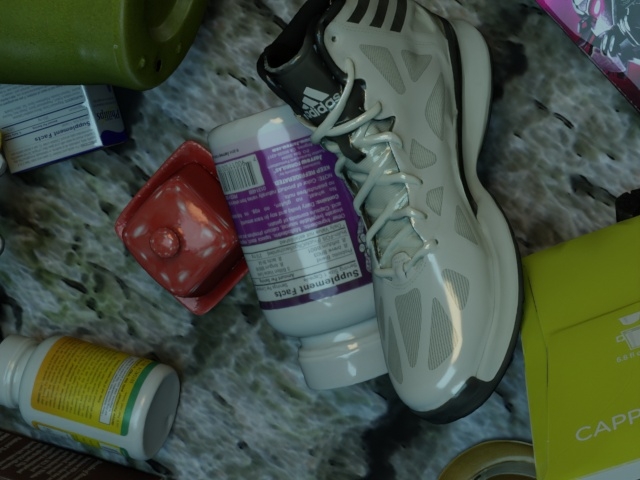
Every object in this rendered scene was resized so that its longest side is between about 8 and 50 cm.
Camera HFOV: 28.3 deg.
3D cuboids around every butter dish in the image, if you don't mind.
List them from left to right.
[{"bbox_3d":[-0.157,-0.006,1.440,0.160,0.118,0.160,46,109,3],"label":"butter dish"}]

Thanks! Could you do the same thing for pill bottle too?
[{"bbox_3d":[-0.284,0.180,1.513,0.208,0.117,0.117,14,104,14],"label":"pill bottle"},{"bbox_3d":[0.000,0.000,1.368,0.169,0.169,0.301,-16,96,19],"label":"pill bottle"}]

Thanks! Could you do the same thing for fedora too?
[{"bbox_3d":[0.206,0.319,1.415,0.194,0.079,0.194,3,101,15],"label":"fedora"}]

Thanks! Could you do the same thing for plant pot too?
[{"bbox_3d":[-0.304,-0.310,1.295,0.353,0.366,0.366,16,104,13],"label":"plant pot"}]

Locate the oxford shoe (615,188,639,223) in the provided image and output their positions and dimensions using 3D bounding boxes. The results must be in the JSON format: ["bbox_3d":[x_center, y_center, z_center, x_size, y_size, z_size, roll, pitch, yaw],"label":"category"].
[{"bbox_3d":[0.420,-0.003,1.301,0.227,0.083,0.096,1,119,17],"label":"oxford shoe"}]

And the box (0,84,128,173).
[{"bbox_3d":[-0.311,-0.161,1.480,0.126,0.072,0.137,-15,95,18],"label":"box"}]

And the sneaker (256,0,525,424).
[{"bbox_3d":[0.041,-0.057,1.203,0.169,0.258,0.447,-29,53,41],"label":"sneaker"}]

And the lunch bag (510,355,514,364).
[{"bbox_3d":[0.167,0.138,1.390,0.071,0.083,0.053,-40,88,20],"label":"lunch bag"}]

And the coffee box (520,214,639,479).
[{"bbox_3d":[0.396,0.175,1.142,0.338,0.338,0.334,-21,118,18],"label":"coffee box"}]

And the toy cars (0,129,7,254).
[{"bbox_3d":[-0.431,0.056,1.487,0.087,0.176,0.393,3,119,-21],"label":"toy cars"}]

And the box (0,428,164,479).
[{"bbox_3d":[-0.402,0.346,1.570,0.382,0.143,0.191,15,104,15],"label":"box"}]

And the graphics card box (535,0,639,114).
[{"bbox_3d":[0.322,-0.286,1.238,0.233,0.094,0.371,-42,93,20],"label":"graphics card box"}]
